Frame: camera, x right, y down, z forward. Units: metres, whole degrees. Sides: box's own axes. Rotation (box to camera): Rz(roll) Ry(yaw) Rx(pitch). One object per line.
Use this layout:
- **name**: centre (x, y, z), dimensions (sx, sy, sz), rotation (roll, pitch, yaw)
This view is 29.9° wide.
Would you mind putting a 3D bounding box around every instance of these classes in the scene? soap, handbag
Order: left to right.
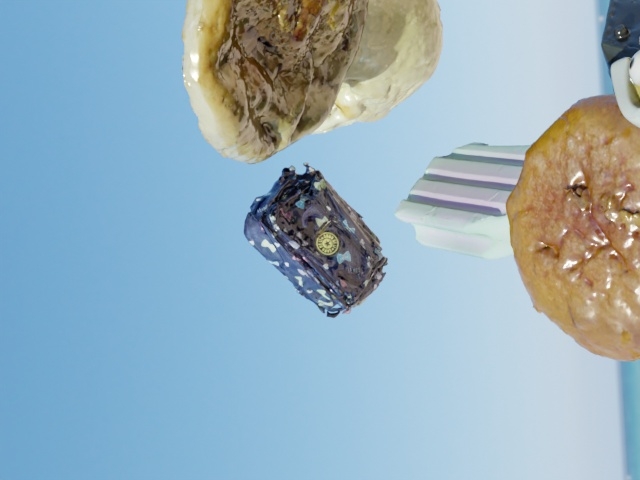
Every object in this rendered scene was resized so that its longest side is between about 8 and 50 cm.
- **handbag**: centre (0.000, 0.000, 2.002), dimensions (0.260, 0.113, 0.162), rotation (48, -121, -12)
- **soap**: centre (0.229, -0.052, 1.632), dimensions (0.145, 0.230, 0.091), rotation (-53, -57, -16)

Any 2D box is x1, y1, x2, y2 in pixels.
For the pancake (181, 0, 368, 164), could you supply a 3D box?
- **pancake**: centre (-0.048, -0.273, 1.566), dimensions (0.387, 0.082, 0.387), rotation (-39, -38, -39)

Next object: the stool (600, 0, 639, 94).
- **stool**: centre (0.476, -0.256, 1.538), dimensions (0.232, 0.232, 0.141), rotation (-81, -30, -42)

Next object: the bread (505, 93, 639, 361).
- **bread**: centre (0.369, -0.018, 1.402), dimensions (0.172, 0.312, 0.312), rotation (-12, -80, -43)

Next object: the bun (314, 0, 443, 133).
- **bun**: centre (0.021, -0.302, 1.898), dimensions (0.349, 0.352, 0.227), rotation (119, 148, -54)

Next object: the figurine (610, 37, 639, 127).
- **figurine**: centre (0.388, -0.212, 1.183), dimensions (0.176, 0.133, 0.236), rotation (-149, 77, -75)
